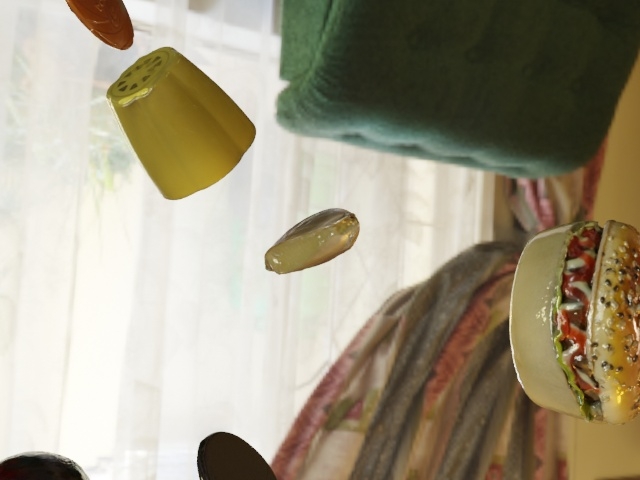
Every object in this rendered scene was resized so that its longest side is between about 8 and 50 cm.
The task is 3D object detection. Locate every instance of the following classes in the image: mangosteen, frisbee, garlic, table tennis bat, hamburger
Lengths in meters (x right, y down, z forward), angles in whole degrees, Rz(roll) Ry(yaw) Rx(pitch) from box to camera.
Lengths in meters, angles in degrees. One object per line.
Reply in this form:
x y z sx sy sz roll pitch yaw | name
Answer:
-0.267 0.273 0.843 0.152 0.153 0.152 3 175 0 | mangosteen
-0.353 -0.391 1.458 0.035 0.192 0.192 -30 164 16 | frisbee
0.000 -0.002 1.581 0.195 0.087 0.101 -24 -174 32 | garlic
-0.075 0.342 1.216 0.236 0.027 0.150 43 -158 -22 | table tennis bat
0.383 0.114 1.275 0.176 0.300 0.300 -2 173 33 | hamburger

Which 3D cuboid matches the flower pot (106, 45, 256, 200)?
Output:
-0.226 -0.189 1.418 0.195 0.195 0.179 -1 137 42 | flower pot
